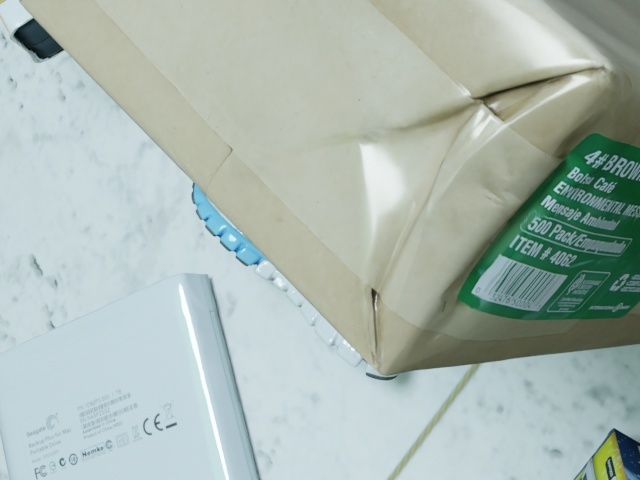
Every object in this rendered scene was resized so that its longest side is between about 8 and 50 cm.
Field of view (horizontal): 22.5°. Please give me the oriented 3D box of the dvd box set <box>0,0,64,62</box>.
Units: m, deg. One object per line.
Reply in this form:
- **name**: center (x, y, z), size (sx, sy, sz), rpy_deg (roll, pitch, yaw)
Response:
- **dvd box set**: center (-0.163, -0.368, 1.081), size (0.308, 0.062, 0.420), rpy_deg (-32, 70, 5)

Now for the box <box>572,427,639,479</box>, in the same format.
- **box**: center (0.135, 0.218, 0.826), size (0.044, 0.233, 0.159), rpy_deg (30, 110, -8)

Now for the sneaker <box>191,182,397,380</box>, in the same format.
- **sneaker**: center (0.000, 0.000, 1.027), size (0.191, 0.071, 0.083), rpy_deg (40, 104, 21)

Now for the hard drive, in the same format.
- **hard drive**: center (-0.125, 0.200, 1.113), size (0.203, 0.040, 0.307), rpy_deg (-24, 74, 32)

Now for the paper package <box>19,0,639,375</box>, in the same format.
- **paper package**: center (0.069, -0.092, 0.820), size (0.309, 0.325, 0.168), rpy_deg (45, 113, 28)
